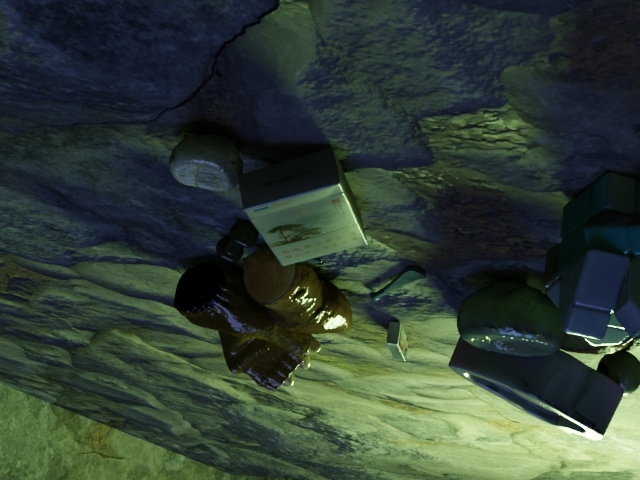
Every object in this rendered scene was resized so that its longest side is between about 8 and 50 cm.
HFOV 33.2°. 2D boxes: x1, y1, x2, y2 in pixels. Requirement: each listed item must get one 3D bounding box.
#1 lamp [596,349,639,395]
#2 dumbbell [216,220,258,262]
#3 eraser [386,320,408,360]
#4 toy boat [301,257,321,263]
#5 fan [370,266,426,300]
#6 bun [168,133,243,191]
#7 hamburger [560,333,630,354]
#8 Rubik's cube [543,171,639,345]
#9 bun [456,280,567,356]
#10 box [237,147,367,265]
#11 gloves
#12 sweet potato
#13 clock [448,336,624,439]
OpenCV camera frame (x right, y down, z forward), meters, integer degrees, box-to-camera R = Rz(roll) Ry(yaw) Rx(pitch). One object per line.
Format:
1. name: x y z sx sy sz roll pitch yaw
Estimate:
1. lamp: 0.641 0.263 2.156 0.163 0.091 0.091 -3 161 -11
2. dumbbell: -0.148 0.003 1.900 0.052 0.046 0.118 22 157 -14
3. eraser: 0.163 0.214 2.272 0.029 0.052 0.122 4 158 15
4. toy boat: 0.000 0.000 1.806 0.069 0.058 0.173 26 154 -34
5. fan: 0.138 0.081 2.006 0.038 0.016 0.193 21 155 -18
6. bun: -0.166 -0.120 1.570 0.115 0.069 0.115 6 157 3
7. hamburger: 0.509 0.175 1.972 0.176 0.087 0.102 -14 147 42
8. Rubik's cube: 0.445 0.046 1.509 0.224 0.213 0.265 16 155 -10
9. bun: 0.344 0.134 1.907 0.195 0.118 0.195 13 164 4
10. box: -0.023 -0.045 1.634 0.149 0.067 0.233 -17 155 5
11. gloves: -0.132 0.164 2.145 0.203 0.155 0.356 -16 131 36
12. sweet potato: -0.027 0.121 2.040 0.131 0.131 0.336 -1 154 26
13. clock: 0.422 0.279 2.118 0.338 0.102 0.338 26 170 5
